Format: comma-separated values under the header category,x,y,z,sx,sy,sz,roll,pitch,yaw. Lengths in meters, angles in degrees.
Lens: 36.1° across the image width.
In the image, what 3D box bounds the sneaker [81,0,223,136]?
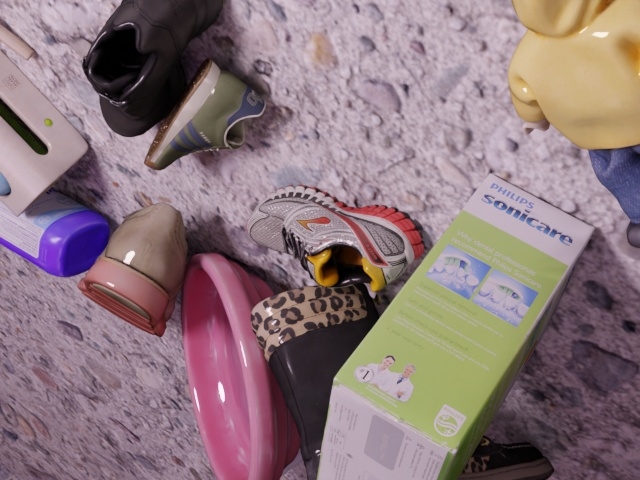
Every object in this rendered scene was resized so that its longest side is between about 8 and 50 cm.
category,x,y,z,sx,sy,sz,roll,pitch,yaw
sneaker,-0.205,-0.188,1.051,0.109,0.130,0.286,38,148,0

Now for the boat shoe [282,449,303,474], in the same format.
category,x,y,z,sx,sy,sz,roll,pitch,yaw
boat shoe,-0.050,0.264,1.456,0.119,0.121,0.335,48,136,2

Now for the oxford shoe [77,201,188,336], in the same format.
category,x,y,z,sx,sy,sz,roll,pitch,yaw
oxford shoe,-0.242,0.041,1.368,0.140,0.146,0.397,32,166,-11

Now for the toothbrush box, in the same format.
category,x,y,z,sx,sy,sz,roll,pitch,yaw
toothbrush box,0.125,0.110,0.930,0.122,0.283,0.206,28,144,16

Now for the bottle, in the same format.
category,x,y,z,sx,sy,sz,roll,pitch,yaw
bottle,-0.449,-0.043,1.466,0.283,0.118,0.092,27,120,26

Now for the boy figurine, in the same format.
category,x,y,z,sx,sy,sz,roll,pitch,yaw
boy figurine,0.216,-0.123,0.747,0.177,0.092,0.285,-13,119,51

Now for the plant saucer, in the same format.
category,x,y,z,sx,sy,sz,roll,pitch,yaw
plant saucer,-0.104,0.176,1.294,0.332,0.084,0.332,171,90,-69

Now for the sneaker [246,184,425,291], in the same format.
category,x,y,z,sx,sy,sz,roll,pitch,yaw
sneaker,0.000,0.000,1.099,0.225,0.093,0.088,10,136,38

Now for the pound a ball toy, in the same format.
category,x,y,z,sx,sy,sz,roll,pitch,yaw
pound a ball toy,-0.461,-0.195,1.288,0.319,0.136,0.208,47,146,-12

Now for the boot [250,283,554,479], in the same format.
category,x,y,z,sx,sy,sz,roll,pitch,yaw
boot,0.096,0.194,1.144,0.138,0.377,0.284,-47,56,35

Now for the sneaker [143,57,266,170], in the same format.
category,x,y,z,sx,sy,sz,roll,pitch,yaw
sneaker,-0.128,-0.121,1.097,0.086,0.064,0.192,26,144,-17
